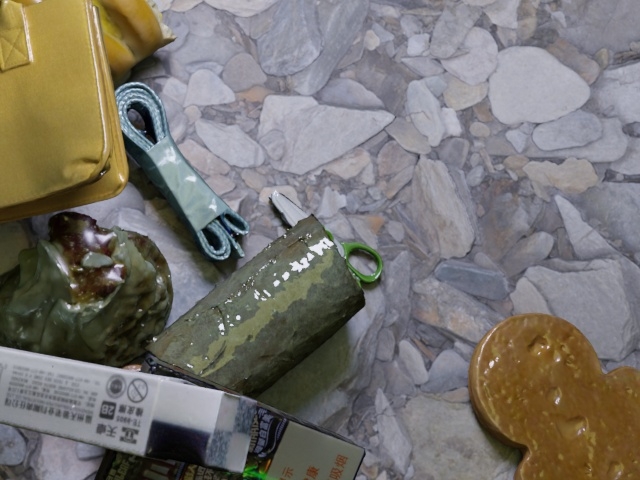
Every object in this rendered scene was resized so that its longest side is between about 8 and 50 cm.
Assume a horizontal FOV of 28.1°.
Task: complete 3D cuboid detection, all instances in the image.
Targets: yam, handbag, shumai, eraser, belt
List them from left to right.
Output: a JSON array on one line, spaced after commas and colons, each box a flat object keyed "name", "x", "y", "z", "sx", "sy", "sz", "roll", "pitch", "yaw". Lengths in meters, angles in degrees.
[{"name": "handbag", "x": -0.459, "y": -0.159, "z": 1.693, "sx": 0.401, "sy": 0.133, "sz": 0.282, "roll": -13, "pitch": 83, "yaw": 11}, {"name": "shumai", "x": -0.317, "y": 0.073, "z": 1.740, "sx": 0.256, "sy": 0.218, "sz": 0.189, "roll": -26, "pitch": 74, "yaw": -18}, {"name": "eraser", "x": -0.278, "y": 0.199, "z": 1.565, "sx": 0.404, "sy": 0.096, "sz": 0.098, "roll": 7, "pitch": 79, "yaw": 26}, {"name": "belt", "x": -0.203, "y": -0.096, "z": 1.860, "sx": 0.087, "sy": 0.072, "sz": 0.302, "roll": -37, "pitch": 97, "yaw": -18}, {"name": "yam", "x": -0.082, "y": 0.111, "z": 1.798, "sx": 0.304, "sy": 0.168, "sz": 0.168, "roll": -40, "pitch": 88, "yaw": -12}]

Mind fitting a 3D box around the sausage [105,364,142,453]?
[{"name": "sausage", "x": -0.244, "y": 0.305, "z": 1.748, "sx": 0.109, "sy": 0.109, "sz": 0.270, "roll": 0, "pitch": 81, "yaw": -13}]

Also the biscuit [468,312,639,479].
[{"name": "biscuit", "x": 0.371, "y": 0.270, "z": 1.931, "sx": 0.355, "sy": 0.052, "sz": 0.275, "roll": 45, "pitch": 71, "yaw": 2}]

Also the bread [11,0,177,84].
[{"name": "bread", "x": -0.389, "y": -0.344, "z": 1.826, "sx": 0.270, "sy": 0.211, "sz": 0.315, "roll": -39, "pitch": 85, "yaw": -18}]

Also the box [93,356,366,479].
[{"name": "box", "x": -0.120, "y": 0.300, "z": 1.668, "sx": 0.310, "sy": 0.084, "sz": 0.198, "roll": 24, "pitch": 88, "yaw": -14}]

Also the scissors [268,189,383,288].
[{"name": "scissors", "x": 0.000, "y": 0.000, "z": 1.925, "sx": 0.204, "sy": 0.027, "sz": 0.101, "roll": 46, "pitch": 70, "yaw": -1}]
